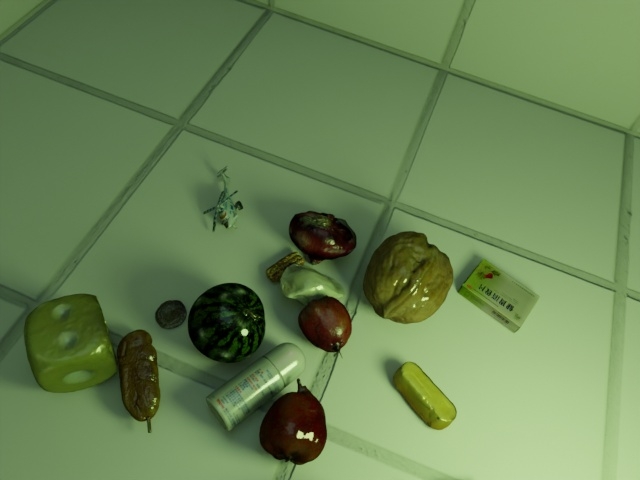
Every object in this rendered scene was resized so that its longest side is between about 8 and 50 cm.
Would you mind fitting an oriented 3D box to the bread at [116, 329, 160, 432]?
[{"bbox_3d":[-0.573,0.448,1.768,0.124,0.084,0.344,-15,60,-9],"label":"bread"}]

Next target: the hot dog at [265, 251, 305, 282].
[{"bbox_3d":[-0.136,0.101,2.091,0.165,0.045,0.071,-32,68,-27],"label":"hot dog"}]

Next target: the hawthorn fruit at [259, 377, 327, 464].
[{"bbox_3d":[-0.075,0.551,1.697,0.208,0.208,0.248,13,63,0],"label":"hawthorn fruit"}]

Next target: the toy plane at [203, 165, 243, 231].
[{"bbox_3d":[-0.382,-0.156,2.220,0.182,0.107,0.273,-43,41,14],"label":"toy plane"}]

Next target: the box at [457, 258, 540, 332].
[{"bbox_3d":[0.687,0.209,2.131,0.260,0.062,0.175,37,59,16],"label":"box"}]

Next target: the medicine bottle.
[{"bbox_3d":[-0.195,0.457,1.788,0.341,0.130,0.130,-34,67,-26],"label":"medicine bottle"}]

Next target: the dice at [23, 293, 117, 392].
[{"bbox_3d":[-0.774,0.323,1.727,0.226,0.238,0.233,-14,59,-19],"label":"dice"}]

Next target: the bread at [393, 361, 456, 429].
[{"bbox_3d":[0.348,0.519,1.855,0.102,0.094,0.245,-28,64,-34],"label":"bread"}]

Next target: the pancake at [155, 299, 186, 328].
[{"bbox_3d":[-0.527,0.258,1.945,0.114,0.011,0.115,4,56,-6],"label":"pancake"}]

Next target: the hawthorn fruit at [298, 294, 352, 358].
[{"bbox_3d":[0.024,0.309,1.901,0.181,0.181,0.235,-14,59,-17],"label":"hawthorn fruit"}]

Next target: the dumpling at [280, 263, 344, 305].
[{"bbox_3d":[-0.035,0.154,2.030,0.252,0.131,0.179,0,34,-22],"label":"dumpling"}]

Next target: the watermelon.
[{"bbox_3d":[-0.309,0.269,1.833,0.268,0.269,0.269,4,56,-6],"label":"watermelon"}]

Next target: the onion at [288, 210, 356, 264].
[{"bbox_3d":[0.000,0.000,2.120,0.272,0.195,0.272,20,20,-8],"label":"onion"}]

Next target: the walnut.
[{"bbox_3d":[0.310,0.144,1.989,0.306,0.306,0.344,29,64,11],"label":"walnut"}]
